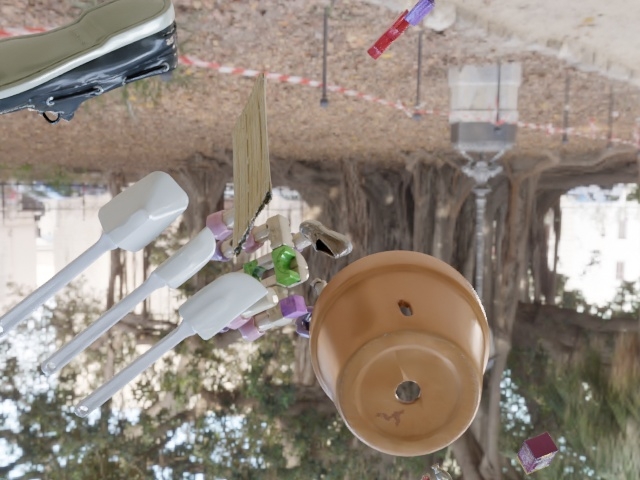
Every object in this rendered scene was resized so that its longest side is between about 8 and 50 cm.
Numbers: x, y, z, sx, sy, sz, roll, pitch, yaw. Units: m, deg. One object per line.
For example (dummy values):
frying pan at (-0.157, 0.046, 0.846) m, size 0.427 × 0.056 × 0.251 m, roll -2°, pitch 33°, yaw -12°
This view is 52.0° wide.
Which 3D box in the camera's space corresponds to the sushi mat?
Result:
sushi mat at (-0.118, -0.135, 1.103) m, size 0.019 × 0.151 × 0.317 m, roll 15°, pitch -136°, yaw -23°

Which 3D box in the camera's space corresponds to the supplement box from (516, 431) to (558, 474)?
supplement box at (0.437, 0.429, 1.322) m, size 0.054 × 0.083 × 0.043 m, roll -16°, pitch -129°, yaw -11°

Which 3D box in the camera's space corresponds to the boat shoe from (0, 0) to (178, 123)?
boat shoe at (-0.340, -0.213, 0.860) m, size 0.340 × 0.113 × 0.127 m, roll -32°, pitch -127°, yaw -17°

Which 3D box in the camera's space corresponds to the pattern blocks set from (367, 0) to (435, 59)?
pattern blocks set at (0.199, -0.394, 0.863) m, size 0.026 × 0.325 × 0.285 m, roll 41°, pitch 164°, yaw -11°

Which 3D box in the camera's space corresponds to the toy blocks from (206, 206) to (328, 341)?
toy blocks at (-0.160, 0.105, 1.559) m, size 0.260 × 0.289 × 0.309 m, roll -26°, pitch 152°, yaw 25°

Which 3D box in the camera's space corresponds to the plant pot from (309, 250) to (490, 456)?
plant pot at (0.124, 0.181, 0.986) m, size 0.290 × 0.291 × 0.203 m, roll 1°, pitch -164°, yaw 1°

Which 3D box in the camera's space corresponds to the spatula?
spatula at (-0.197, 0.062, 0.653) m, size 0.242 × 0.168 × 0.019 m, roll -37°, pitch -160°, yaw 8°

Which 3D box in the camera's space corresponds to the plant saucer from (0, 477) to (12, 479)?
plant saucer at (-0.209, 0.239, 0.323) m, size 0.317 × 0.044 × 0.317 m, roll 21°, pitch -165°, yaw -6°

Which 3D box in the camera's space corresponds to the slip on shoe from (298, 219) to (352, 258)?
slip on shoe at (0.000, 0.000, 1.243) m, size 0.041 × 0.051 × 0.135 m, roll -40°, pitch -135°, yaw -26°

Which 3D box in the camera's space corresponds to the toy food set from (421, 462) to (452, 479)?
toy food set at (0.250, 0.520, 1.342) m, size 0.078 × 0.122 × 0.019 m, roll -40°, pitch -175°, yaw 23°
